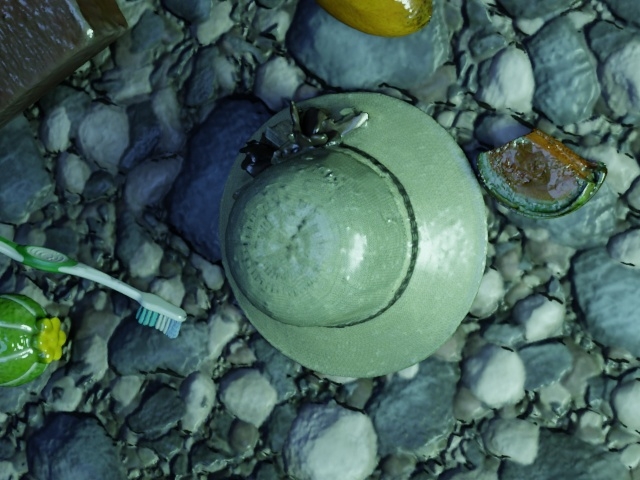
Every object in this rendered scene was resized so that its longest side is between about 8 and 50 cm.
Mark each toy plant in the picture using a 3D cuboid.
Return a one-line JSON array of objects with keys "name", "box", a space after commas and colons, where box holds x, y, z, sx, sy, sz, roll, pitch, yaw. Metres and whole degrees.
[{"name": "toy plant", "box": [-0.322, 0.097, 1.287, 0.162, 0.093, 0.093, -5, 94, 23]}]

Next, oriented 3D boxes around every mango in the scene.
[{"name": "mango", "box": [0.023, -0.235, 1.092, 0.105, 0.084, 0.159, -29, 83, 30]}]

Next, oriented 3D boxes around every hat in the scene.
[{"name": "hat", "box": [0.000, 0.000, 1.104, 0.257, 0.130, 0.257, 2, 96, 24]}]

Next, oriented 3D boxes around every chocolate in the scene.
[{"name": "chocolate", "box": [-0.318, -0.160, 1.250, 0.321, 0.112, 0.112, -34, 89, 24]}]

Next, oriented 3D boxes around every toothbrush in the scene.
[{"name": "toothbrush", "box": [-0.264, 0.013, 1.246, 0.303, 0.030, 0.030, 26, 107, 3]}]

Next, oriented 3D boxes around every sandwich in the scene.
[{"name": "sandwich", "box": [0.173, -0.051, 1.074, 0.101, 0.026, 0.069, 31, 109, 20]}]
